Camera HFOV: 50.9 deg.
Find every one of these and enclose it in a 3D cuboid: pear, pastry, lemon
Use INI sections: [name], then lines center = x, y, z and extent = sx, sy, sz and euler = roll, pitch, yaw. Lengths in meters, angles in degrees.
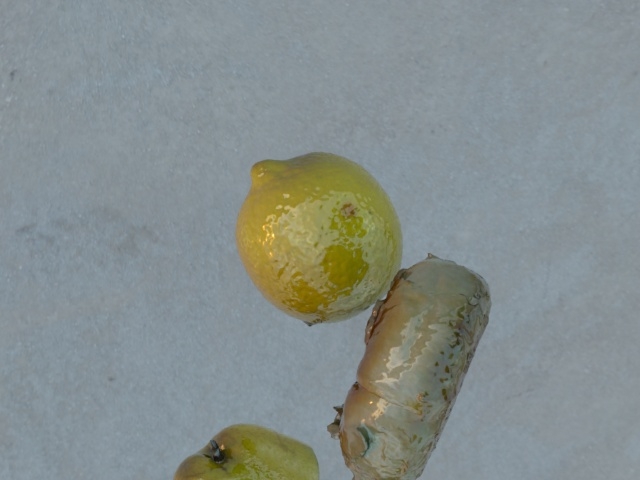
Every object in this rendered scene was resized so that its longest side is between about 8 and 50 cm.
[pear]
center = -0.142, 0.382, 1.021
extent = 0.267, 0.267, 0.178
euler = -44, 114, 5
[pastry]
center = 0.094, 0.133, 0.720
extent = 0.120, 0.257, 0.236
euler = 22, 124, 14
[lemon]
center = -0.004, -0.006, 0.941
extent = 0.228, 0.228, 0.254
euler = -32, 124, -2
